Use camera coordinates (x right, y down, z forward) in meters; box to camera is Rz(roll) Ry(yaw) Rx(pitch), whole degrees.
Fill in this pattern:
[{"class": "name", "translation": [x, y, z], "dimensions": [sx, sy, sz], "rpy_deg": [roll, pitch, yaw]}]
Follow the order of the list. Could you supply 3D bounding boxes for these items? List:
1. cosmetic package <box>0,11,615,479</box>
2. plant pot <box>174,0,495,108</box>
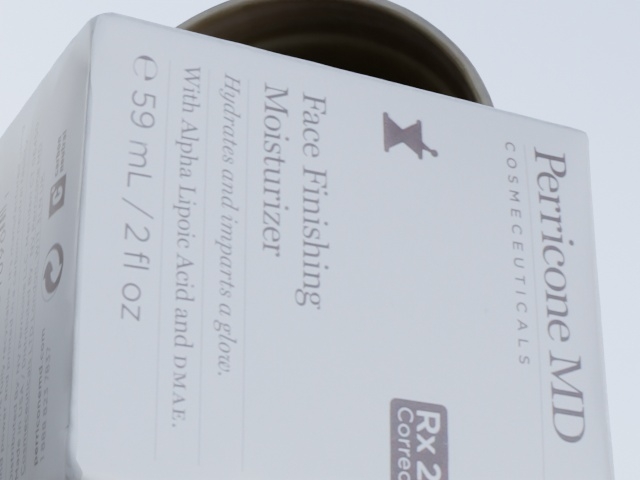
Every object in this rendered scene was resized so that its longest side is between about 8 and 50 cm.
[{"class": "cosmetic package", "translation": [-0.019, 0.039, 0.564], "dimensions": [0.183, 0.151, 0.151], "rpy_deg": [10, -25, -25]}, {"class": "plant pot", "translation": [0.000, 0.000, 1.373], "dimensions": [0.323, 0.323, 0.280], "rpy_deg": [22, -19, 21]}]
